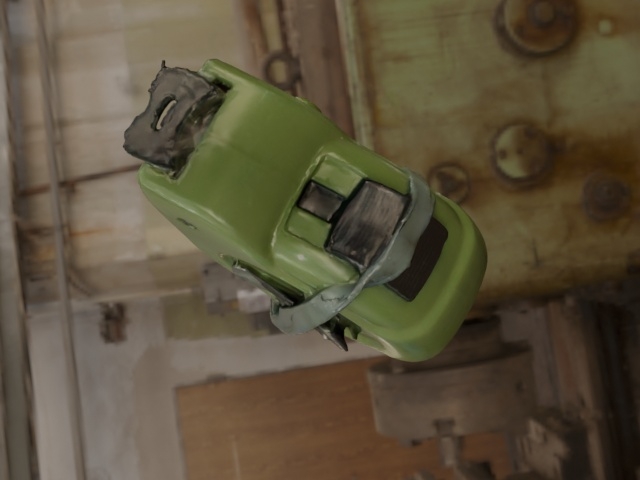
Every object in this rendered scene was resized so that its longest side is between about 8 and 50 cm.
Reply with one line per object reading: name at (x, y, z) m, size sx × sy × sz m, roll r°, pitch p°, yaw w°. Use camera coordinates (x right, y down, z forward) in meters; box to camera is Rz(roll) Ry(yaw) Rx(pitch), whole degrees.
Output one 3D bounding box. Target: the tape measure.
tape measure at (0.000, 0.000, 0.566) m, size 0.106 × 0.175 × 0.200 m, roll -59°, pitch -13°, yaw -11°
